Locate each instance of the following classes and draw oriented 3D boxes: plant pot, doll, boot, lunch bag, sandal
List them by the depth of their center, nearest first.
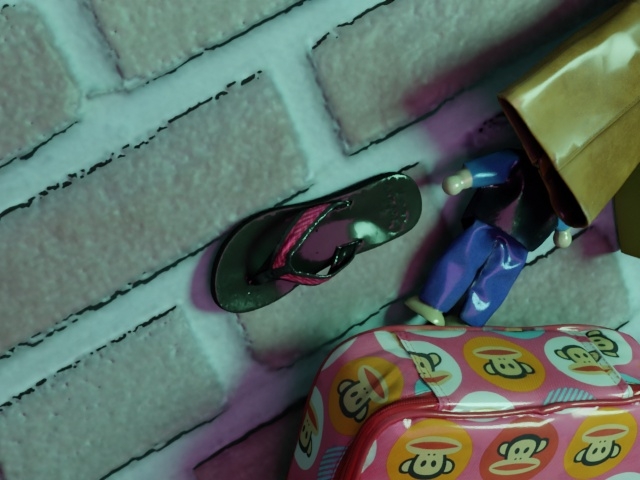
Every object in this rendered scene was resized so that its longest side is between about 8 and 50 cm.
[{"bbox_3d":[0.000,0.000,1.294,0.179,0.040,0.067,-25,116,-15],"label":"sandal"},{"bbox_3d":[0.227,-0.187,1.302,0.280,0.096,0.264,-40,132,-15],"label":"boot"},{"bbox_3d":[0.138,-0.016,1.349,0.129,0.046,0.189,29,94,-30],"label":"doll"},{"bbox_3d":[0.116,0.193,1.358,0.293,0.120,0.258,0,125,-24],"label":"lunch bag"},{"bbox_3d":[0.280,-0.036,1.391,0.081,0.081,0.083,-24,107,-16],"label":"plant pot"}]
